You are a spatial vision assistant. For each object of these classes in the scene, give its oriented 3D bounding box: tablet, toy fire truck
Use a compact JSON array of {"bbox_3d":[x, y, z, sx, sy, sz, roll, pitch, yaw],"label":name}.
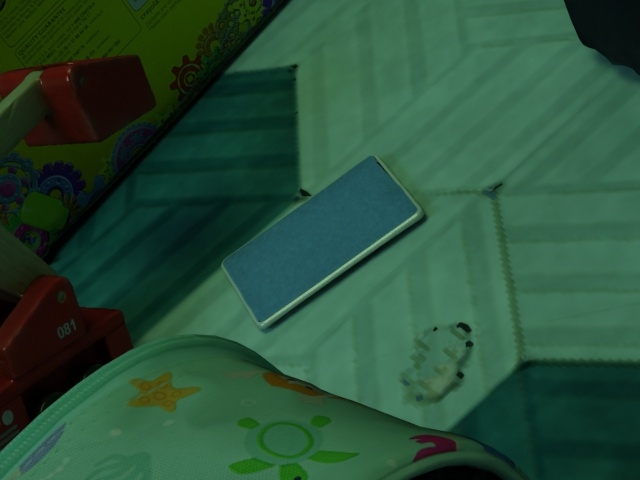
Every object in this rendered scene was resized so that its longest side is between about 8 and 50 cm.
[{"bbox_3d":[0.000,0.000,0.725,0.083,0.006,0.054,-36,37,0],"label":"tablet"},{"bbox_3d":[-0.132,0.014,0.690,0.047,0.135,0.192,0,24,39],"label":"toy fire truck"}]

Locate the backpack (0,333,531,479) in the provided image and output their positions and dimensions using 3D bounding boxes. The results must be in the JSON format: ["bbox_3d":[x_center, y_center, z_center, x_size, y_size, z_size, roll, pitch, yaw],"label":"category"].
[{"bbox_3d":[-0.045,0.154,0.416,0.191,0.225,0.253,21,60,42],"label":"backpack"}]

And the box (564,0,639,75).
[{"bbox_3d":[0.243,-0.336,0.522,0.480,0.472,0.297,-41,39,-8],"label":"box"}]

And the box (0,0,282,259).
[{"bbox_3d":[-0.173,-0.173,0.905,0.279,0.177,0.290,18,61,48],"label":"box"}]
